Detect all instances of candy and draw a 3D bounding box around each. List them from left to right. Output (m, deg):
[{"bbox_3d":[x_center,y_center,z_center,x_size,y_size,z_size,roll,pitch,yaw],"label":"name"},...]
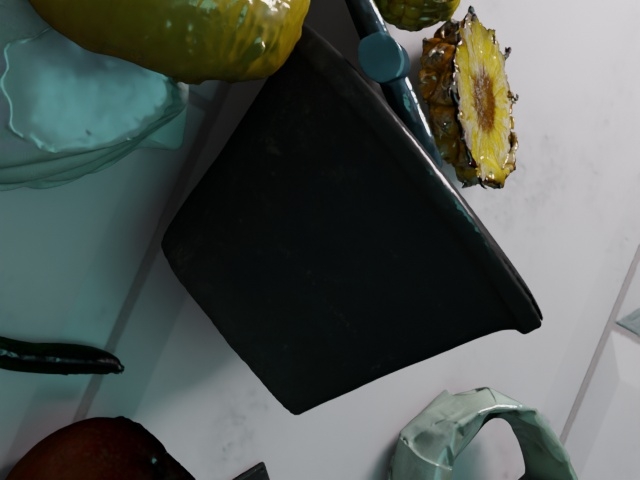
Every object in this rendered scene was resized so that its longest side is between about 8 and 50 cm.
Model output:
[{"bbox_3d":[-0.137,-0.227,1.314,0.260,0.260,0.118,2,119,-36],"label":"candy"}]

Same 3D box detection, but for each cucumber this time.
[{"bbox_3d":[-0.272,0.110,1.429,0.184,0.033,0.036,12,118,-37],"label":"cucumber"}]

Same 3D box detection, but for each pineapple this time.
[{"bbox_3d":[0.165,-0.152,1.639,0.221,0.047,0.221,23,63,-58],"label":"pineapple"}]

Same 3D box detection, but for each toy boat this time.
[{"bbox_3d":[-0.239,-0.138,1.355,0.290,0.100,0.199,-1,100,-34],"label":"toy boat"}]

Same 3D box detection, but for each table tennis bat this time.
[{"bbox_3d":[0.066,-0.162,1.461,0.044,0.329,0.215,-23,89,4],"label":"table tennis bat"}]

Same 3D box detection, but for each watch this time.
[{"bbox_3d":[0.183,0.304,1.737,0.241,0.162,0.253,45,73,-26],"label":"watch"}]

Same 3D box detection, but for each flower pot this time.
[{"bbox_3d":[0.000,0.000,1.442,0.251,0.379,0.379,-37,122,1],"label":"flower pot"}]

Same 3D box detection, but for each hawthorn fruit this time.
[{"bbox_3d":[-0.233,0.279,1.420,0.251,0.189,0.189,-36,121,-3],"label":"hawthorn fruit"}]

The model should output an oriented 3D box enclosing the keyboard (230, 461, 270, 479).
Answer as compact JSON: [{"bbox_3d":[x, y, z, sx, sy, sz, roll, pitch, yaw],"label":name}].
[{"bbox_3d":[-0.044,0.426,1.670,0.103,0.041,0.381,-28,109,-27],"label":"keyboard"}]

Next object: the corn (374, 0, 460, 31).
[{"bbox_3d":[0.110,-0.377,1.500,0.120,0.120,0.363,-15,127,-33],"label":"corn"}]
